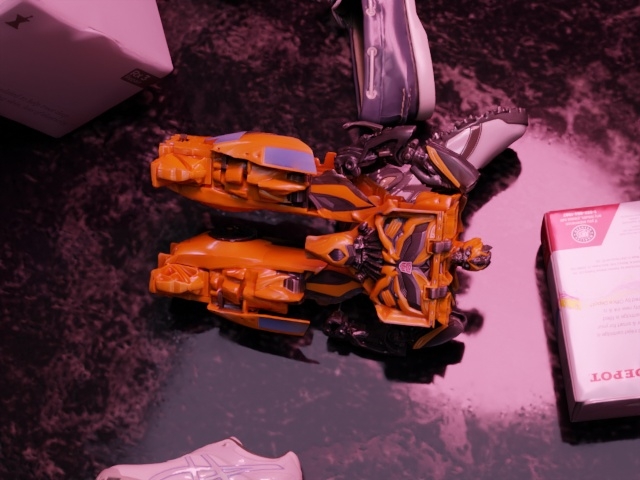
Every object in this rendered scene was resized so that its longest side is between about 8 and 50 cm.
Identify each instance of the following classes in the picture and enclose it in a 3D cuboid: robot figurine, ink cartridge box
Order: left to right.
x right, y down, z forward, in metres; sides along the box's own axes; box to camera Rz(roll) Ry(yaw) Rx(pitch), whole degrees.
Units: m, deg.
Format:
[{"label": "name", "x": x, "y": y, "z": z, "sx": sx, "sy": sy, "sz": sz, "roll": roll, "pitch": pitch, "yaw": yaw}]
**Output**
[{"label": "robot figurine", "x": 0.000, "y": 0.000, "z": 1.255, "sx": 0.291, "sy": 0.085, "sz": 0.211, "roll": 8, "pitch": 111, "yaw": 15}, {"label": "ink cartridge box", "x": 0.265, "y": 0.060, "z": 1.258, "sx": 0.127, "sy": 0.072, "sz": 0.175, "roll": -6, "pitch": 68, "yaw": 2}]

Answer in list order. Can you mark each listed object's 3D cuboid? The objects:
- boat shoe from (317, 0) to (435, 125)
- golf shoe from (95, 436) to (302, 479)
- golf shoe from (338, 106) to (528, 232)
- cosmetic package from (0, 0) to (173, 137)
[{"label": "boat shoe", "x": 0.043, "y": -0.224, "z": 1.381, "sx": 0.079, "sy": 0.095, "sz": 0.254, "roll": -9, "pitch": 77, "yaw": -11}, {"label": "golf shoe", "x": -0.100, "y": 0.205, "z": 1.245, "sx": 0.176, "sy": 0.069, "sz": 0.086, "roll": 9, "pitch": 49, "yaw": 5}, {"label": "golf shoe", "x": 0.111, "y": -0.045, "z": 1.319, "sx": 0.198, "sy": 0.077, "sz": 0.094, "roll": -31, "pitch": 80, "yaw": 1}, {"label": "cosmetic package", "x": -0.291, "y": -0.312, "z": 1.355, "sx": 0.156, "sy": 0.217, "sz": 0.385, "roll": -25, "pitch": 65, "yaw": 24}]
